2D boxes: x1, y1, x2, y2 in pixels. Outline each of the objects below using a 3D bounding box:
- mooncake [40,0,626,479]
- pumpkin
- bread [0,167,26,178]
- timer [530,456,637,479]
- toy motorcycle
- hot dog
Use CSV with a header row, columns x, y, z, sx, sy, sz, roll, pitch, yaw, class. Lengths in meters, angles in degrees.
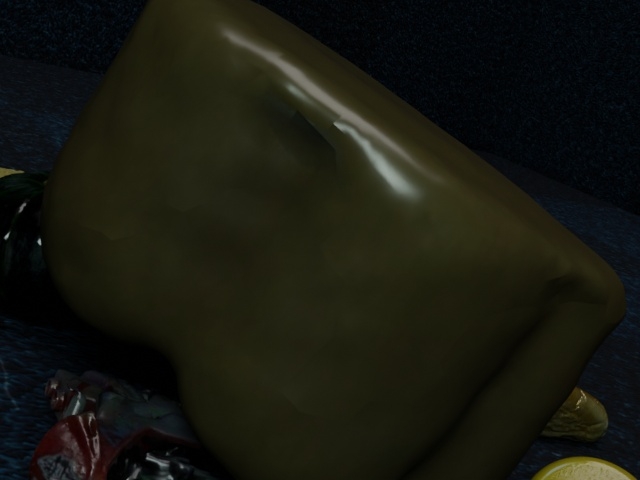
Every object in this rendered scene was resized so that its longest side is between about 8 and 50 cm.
x,y,z,sx,sy,sz,roll,pitch,yaw,class
0.000,0.000,0.752,0.467,0.262,0.467,36,12,-9,mooncake
-0.253,-0.002,0.911,0.202,0.140,0.202,7,18,-2,pumpkin
-0.341,-0.035,1.099,0.188,0.068,0.125,9,16,-30,bread
0.199,0.212,0.692,0.107,0.109,0.107,-3,52,3,timer
-0.148,0.140,0.638,0.122,0.082,0.213,21,2,-28,toy motorcycle
0.201,0.160,0.974,0.242,0.073,0.084,10,20,-23,hot dog
